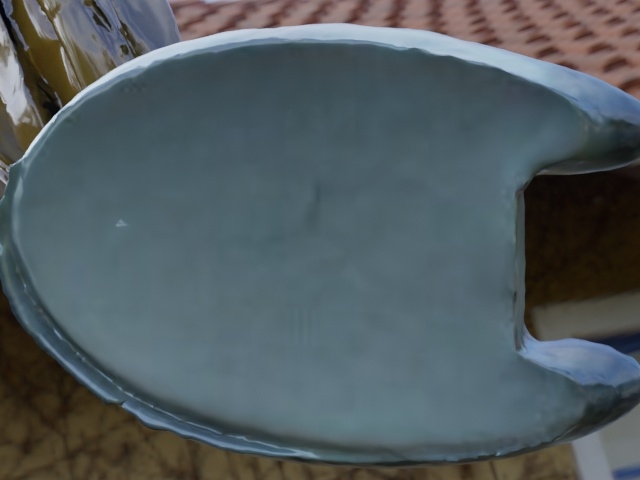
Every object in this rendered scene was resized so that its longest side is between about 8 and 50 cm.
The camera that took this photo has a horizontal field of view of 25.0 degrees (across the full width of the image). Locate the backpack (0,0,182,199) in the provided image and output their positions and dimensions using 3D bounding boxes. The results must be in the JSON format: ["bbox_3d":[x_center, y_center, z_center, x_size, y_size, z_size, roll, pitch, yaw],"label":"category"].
[{"bbox_3d":[-0.216,-0.119,1.319,0.201,0.378,0.353,-22,-21,-22],"label":"backpack"}]

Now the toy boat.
[{"bbox_3d":[0.000,0.000,0.452,0.208,0.134,0.079,1,9,19],"label":"toy boat"}]
